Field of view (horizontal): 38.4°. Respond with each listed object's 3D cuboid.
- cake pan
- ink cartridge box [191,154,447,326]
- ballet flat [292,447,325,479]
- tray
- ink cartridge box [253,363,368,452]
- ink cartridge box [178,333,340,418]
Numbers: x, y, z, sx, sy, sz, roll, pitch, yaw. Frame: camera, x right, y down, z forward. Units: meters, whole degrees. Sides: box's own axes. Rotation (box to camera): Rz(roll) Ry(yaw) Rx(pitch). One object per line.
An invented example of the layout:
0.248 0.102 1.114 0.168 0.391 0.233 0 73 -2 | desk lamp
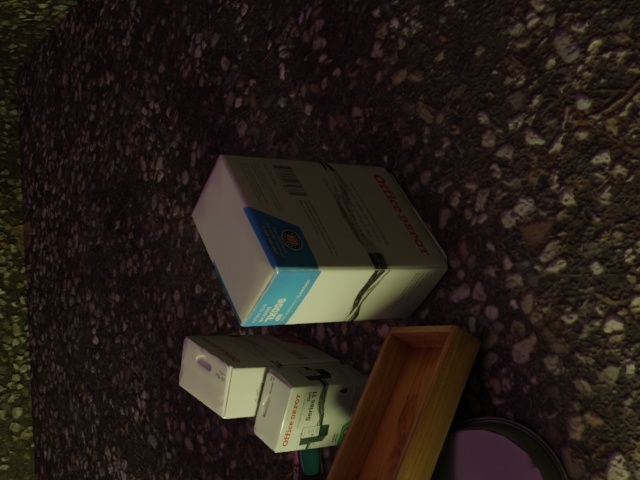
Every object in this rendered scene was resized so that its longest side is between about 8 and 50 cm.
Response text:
0.275 0.444 1.543 0.293 0.054 0.293 -10 73 34 | cake pan
0.000 0.000 1.728 0.166 0.395 0.285 -58 46 36 | ink cartridge box
-0.030 0.521 2.007 0.079 0.077 0.221 136 132 -65 | ballet flat
0.131 0.349 1.630 0.203 0.076 0.410 -11 49 58 | tray
-0.017 0.341 1.877 0.087 0.209 0.153 31 113 49 | ink cartridge box
-0.133 0.284 1.972 0.207 0.283 0.117 22 105 51 | ink cartridge box
